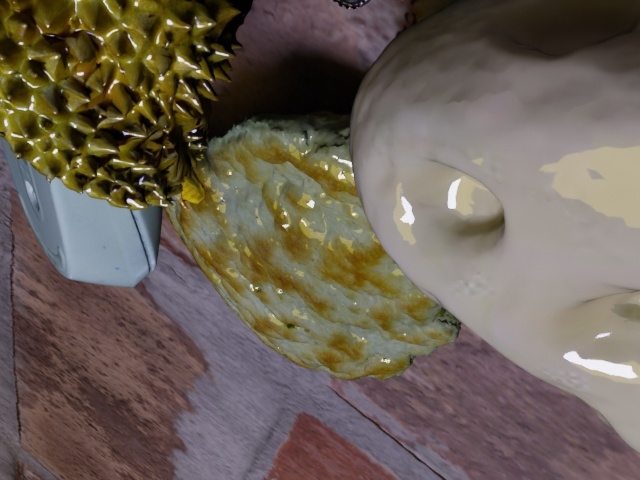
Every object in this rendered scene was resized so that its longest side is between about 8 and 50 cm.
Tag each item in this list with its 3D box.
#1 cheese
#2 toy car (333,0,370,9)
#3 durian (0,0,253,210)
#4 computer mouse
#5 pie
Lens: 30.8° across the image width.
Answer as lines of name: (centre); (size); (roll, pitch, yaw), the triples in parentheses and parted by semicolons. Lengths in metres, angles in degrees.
cheese: (0.190, 0.044, 0.528); (0.351, 0.129, 0.328); (7, 133, 41)
toy car: (-0.007, -0.181, 0.539); (0.165, 0.071, 0.062); (42, 135, 2)
durian: (-0.096, -0.122, 0.602); (0.138, 0.193, 0.237); (-22, 126, 16)
computer mouse: (-0.167, -0.099, 0.785); (0.159, 0.097, 0.288); (43, 146, 51)
pie: (0.000, 0.000, 0.732); (0.201, 0.090, 0.248); (48, 147, -16)
